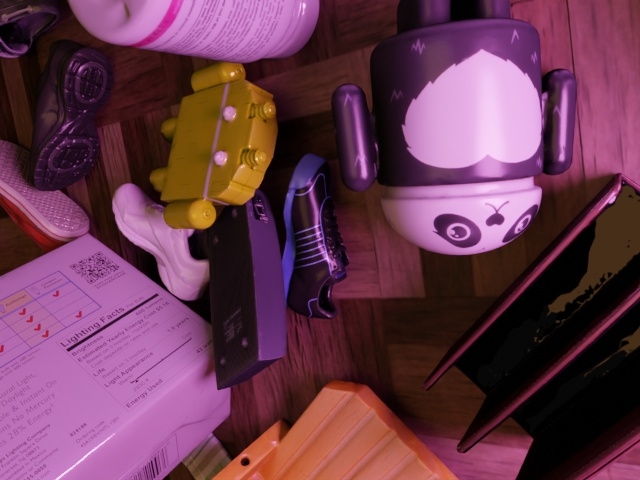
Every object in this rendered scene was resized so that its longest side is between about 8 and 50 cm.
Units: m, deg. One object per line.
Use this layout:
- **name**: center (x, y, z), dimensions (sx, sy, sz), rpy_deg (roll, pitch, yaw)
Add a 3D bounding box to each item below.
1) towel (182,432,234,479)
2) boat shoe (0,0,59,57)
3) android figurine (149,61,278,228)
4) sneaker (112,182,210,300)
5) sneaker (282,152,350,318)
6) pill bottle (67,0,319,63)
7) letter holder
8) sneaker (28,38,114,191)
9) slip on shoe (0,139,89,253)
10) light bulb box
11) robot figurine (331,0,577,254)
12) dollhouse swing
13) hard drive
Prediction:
- **towel**: center (-0.230, 0.395, 0.983), dimensions (0.152, 0.023, 0.113), rpy_deg (44, 120, 16)
- **boat shoe**: center (-0.599, -0.398, 0.993), dimensions (0.301, 0.108, 0.102), rpy_deg (-16, 91, 26)
- **android figurine**: center (-0.155, -0.134, 0.746), dimensions (0.273, 0.056, 0.248), rpy_deg (4, 80, 47)
- **sneaker**: center (-0.246, -0.020, 0.873), dimensions (0.232, 0.090, 0.115), rpy_deg (48, 115, 3)
- **sneaker**: center (0.000, 0.000, 0.724), dimensions (0.091, 0.081, 0.232), rpy_deg (17, 114, 21)
- **pill bottle**: center (-0.130, -0.294, 0.610), dimensions (0.161, 0.283, 0.160), rpy_deg (7, 104, 31)
- **letter holder**: center (0.238, 0.105, 0.512), dimensions (0.152, 0.214, 0.301), rpy_deg (43, 120, 17)
- **sneaker**: center (-0.470, -0.226, 0.958), dimensions (0.130, 0.109, 0.286), rpy_deg (36, 108, 28)
- **slip on shoe**: center (-0.596, -0.089, 1.052), dimensions (0.331, 0.123, 0.101), rpy_deg (41, 123, 12)
- **light bulb box**: center (-0.390, 0.225, 0.821), dimensions (0.361, 0.358, 0.225), rpy_deg (31, 134, 24)
- **robot figurine**: center (0.141, -0.123, 0.545), dimensions (0.209, 0.174, 0.277), rpy_deg (2, 101, 34)
- **dollhouse swing**: center (-0.007, 0.426, 0.707), dimensions (0.347, 0.315, 0.305), rpy_deg (44, 140, 17)
- **hard drive**: center (-0.108, 0.065, 0.737), dimensions (0.172, 0.054, 0.254), rpy_deg (-44, 47, 49)
